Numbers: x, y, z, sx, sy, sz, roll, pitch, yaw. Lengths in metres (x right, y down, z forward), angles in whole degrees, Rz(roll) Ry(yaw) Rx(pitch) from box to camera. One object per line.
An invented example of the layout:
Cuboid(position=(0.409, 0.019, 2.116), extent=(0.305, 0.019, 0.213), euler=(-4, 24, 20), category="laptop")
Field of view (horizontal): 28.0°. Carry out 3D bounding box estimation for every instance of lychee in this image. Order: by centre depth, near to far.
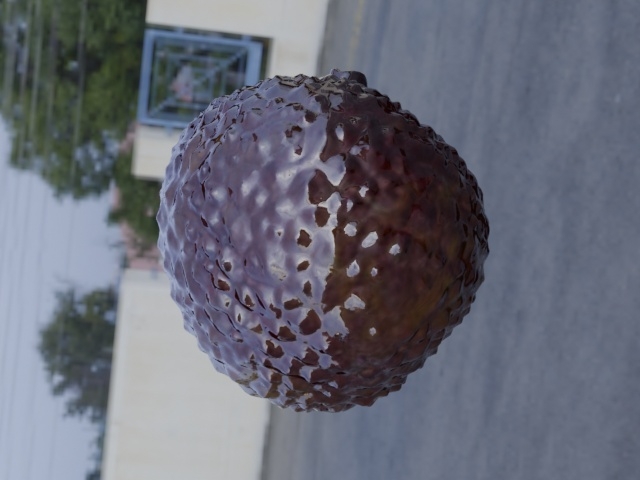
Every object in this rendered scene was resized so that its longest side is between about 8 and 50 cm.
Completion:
Cuboid(position=(0.000, 0.000, 0.956), extent=(0.260, 0.260, 0.260), euler=(-174, 90, -82), category="lychee")
